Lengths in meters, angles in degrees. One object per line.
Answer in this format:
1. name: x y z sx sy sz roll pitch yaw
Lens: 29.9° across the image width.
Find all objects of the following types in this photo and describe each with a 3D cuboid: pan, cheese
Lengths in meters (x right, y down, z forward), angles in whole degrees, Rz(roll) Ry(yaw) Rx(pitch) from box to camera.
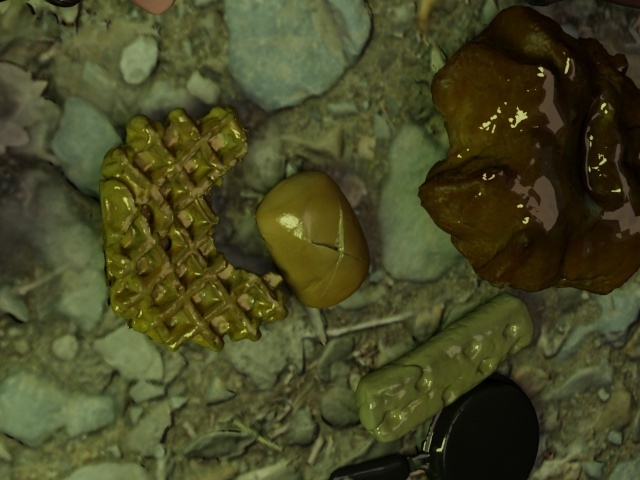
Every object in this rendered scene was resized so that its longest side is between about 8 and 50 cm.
1. pan: 0.113 0.201 1.104 0.235 0.028 0.136 -11 103 -29
2. cheese: 0.114 0.114 1.083 0.194 0.043 0.065 -29 110 -24

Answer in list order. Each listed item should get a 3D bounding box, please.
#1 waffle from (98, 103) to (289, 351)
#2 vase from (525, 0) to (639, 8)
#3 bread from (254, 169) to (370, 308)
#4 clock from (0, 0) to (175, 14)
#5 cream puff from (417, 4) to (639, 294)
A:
1. waffle: -0.099 -0.007 0.933 0.149 0.051 0.194 -7 100 -26
2. vase: 0.285 -0.249 1.108 0.214 0.086 0.086 -8 102 -25
3. bread: 0.000 0.000 0.989 0.082 0.056 0.115 -33 113 -21
4. clock: -0.190 -0.254 0.815 0.195 0.100 0.194 -5 97 -32
5. cream puff: 0.204 -0.063 1.051 0.269 0.155 0.241 22 81 -25
